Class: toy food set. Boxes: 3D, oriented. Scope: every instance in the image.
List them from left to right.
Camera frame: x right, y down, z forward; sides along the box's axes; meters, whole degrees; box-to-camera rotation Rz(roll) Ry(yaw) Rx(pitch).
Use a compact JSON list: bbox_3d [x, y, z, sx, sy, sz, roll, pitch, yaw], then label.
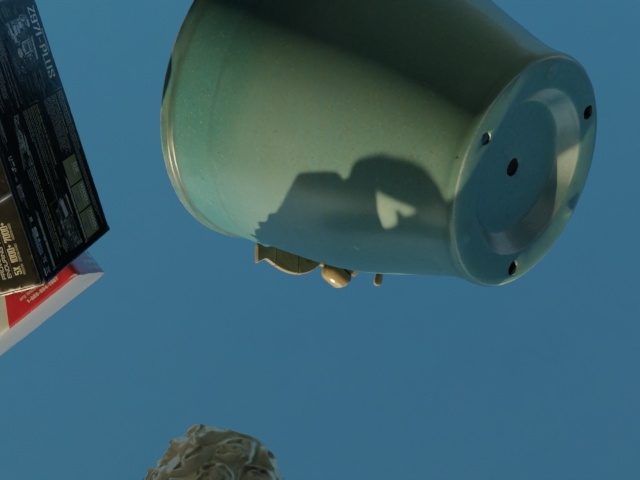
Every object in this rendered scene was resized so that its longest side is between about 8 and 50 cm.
[{"bbox_3d":[0.000,0.000,1.519,0.122,0.019,0.078,17,-108,-22],"label":"toy food set"}]

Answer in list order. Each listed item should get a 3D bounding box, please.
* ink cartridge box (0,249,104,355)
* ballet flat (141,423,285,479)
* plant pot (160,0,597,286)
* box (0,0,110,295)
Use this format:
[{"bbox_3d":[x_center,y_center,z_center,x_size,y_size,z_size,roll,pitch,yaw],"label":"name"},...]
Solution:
[{"bbox_3d":[-0.275,-0.005,1.321,0.128,0.127,0.176,-38,-91,2],"label":"ink cartridge box"},{"bbox_3d":[-0.085,0.301,1.191,0.147,0.147,0.409,-12,-119,12],"label":"ballet flat"},{"bbox_3d":[0.062,-0.092,1.333,0.255,0.271,0.271,23,-110,36],"label":"plant pot"},{"bbox_3d":[-0.221,-0.064,1.145,0.078,0.180,0.147,-14,-167,14],"label":"box"}]
